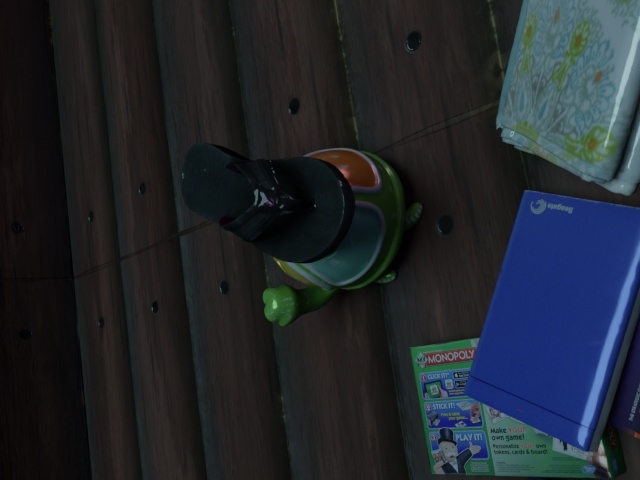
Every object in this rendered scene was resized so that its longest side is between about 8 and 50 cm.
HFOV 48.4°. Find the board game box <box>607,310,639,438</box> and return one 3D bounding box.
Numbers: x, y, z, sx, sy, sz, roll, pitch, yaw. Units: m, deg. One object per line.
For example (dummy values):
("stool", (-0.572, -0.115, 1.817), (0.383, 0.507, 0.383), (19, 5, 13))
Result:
("board game box", (0.459, 0.184, 0.903), (0.141, 0.048, 0.170), (22, 106, 44))

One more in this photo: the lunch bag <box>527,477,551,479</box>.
("lunch bag", (0.235, 0.540, 0.946), (0.239, 0.328, 0.385), (-9, 85, 49))

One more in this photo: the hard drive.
("hard drive", (0.330, 0.099, 0.989), (0.210, 0.040, 0.318), (17, 91, 52))

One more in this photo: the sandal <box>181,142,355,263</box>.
("sandal", (-0.123, -0.066, 1.158), (0.446, 0.107, 0.167), (16, 101, 47))

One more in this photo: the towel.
("towel", (0.346, -0.268, 0.886), (0.320, 0.090, 0.374), (-114, 32, -69))

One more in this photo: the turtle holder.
("turtle holder", (-0.003, -0.019, 1.275), (0.320, 0.228, 0.243), (-41, 61, 39))

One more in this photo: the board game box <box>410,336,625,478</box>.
("board game box", (0.286, 0.250, 1.094), (0.317, 0.046, 0.213), (-18, 76, 46))
